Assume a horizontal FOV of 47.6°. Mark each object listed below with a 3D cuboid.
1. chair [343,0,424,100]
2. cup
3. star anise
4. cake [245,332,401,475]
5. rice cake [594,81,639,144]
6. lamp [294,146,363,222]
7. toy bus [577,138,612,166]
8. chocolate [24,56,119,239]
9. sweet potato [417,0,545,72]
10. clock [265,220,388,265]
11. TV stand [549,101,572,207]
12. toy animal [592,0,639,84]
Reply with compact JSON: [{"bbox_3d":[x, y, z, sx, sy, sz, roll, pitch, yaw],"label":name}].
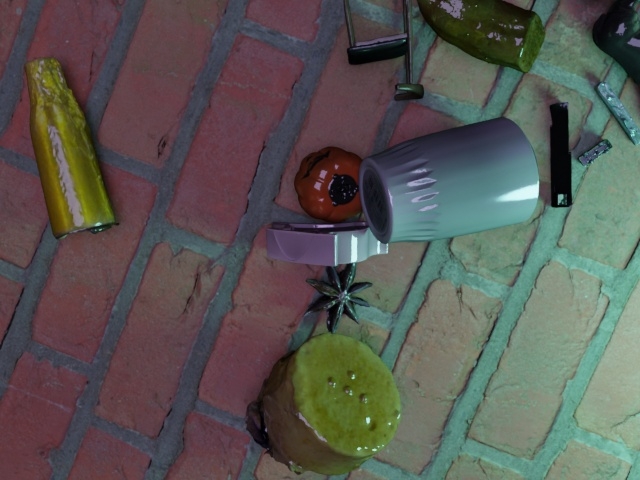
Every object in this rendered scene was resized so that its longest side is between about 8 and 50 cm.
[{"bbox_3d":[0.145,-0.461,1.724,0.166,0.188,0.272,-9,92,5],"label":"chair"},{"bbox_3d":[0.292,-0.131,1.670,0.371,0.253,0.253,-13,95,-13],"label":"cup"},{"bbox_3d":[0.040,0.138,1.845,0.180,0.061,0.205,-3,101,-9],"label":"star anise"},{"bbox_3d":[-0.009,0.432,1.797,0.332,0.332,0.321,42,134,-2],"label":"cake"},{"bbox_3d":[0.734,-0.311,1.776,0.030,0.042,0.180,-36,92,8],"label":"rice cake"},{"bbox_3d":[0.027,-0.137,1.774,0.187,0.164,0.188,-6,108,-19],"label":"lamp"},{"bbox_3d":[0.676,-0.217,1.791,0.083,0.037,0.031,-35,94,7],"label":"toy bus"},{"bbox_3d":[-0.627,-0.230,1.798,0.162,0.162,0.445,-12,95,4],"label":"chocolate"},{"bbox_3d":[0.370,-0.514,1.709,0.369,0.158,0.158,20,96,-9],"label":"sweet potato"},{"bbox_3d":[0.000,0.000,1.785,0.290,0.275,0.080,6,100,39],"label":"clock"},{"bbox_3d":[0.593,-0.209,1.790,0.040,0.049,0.256,-2,96,4],"label":"TV stand"},{"bbox_3d":[0.793,-0.424,1.732,0.168,0.106,0.343,-36,96,5],"label":"toy animal"}]
